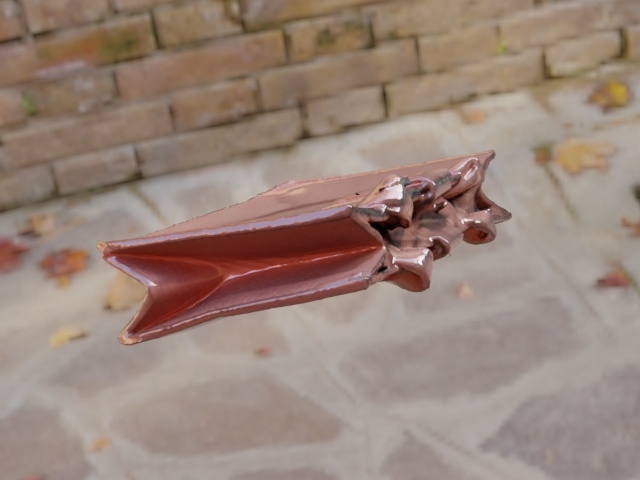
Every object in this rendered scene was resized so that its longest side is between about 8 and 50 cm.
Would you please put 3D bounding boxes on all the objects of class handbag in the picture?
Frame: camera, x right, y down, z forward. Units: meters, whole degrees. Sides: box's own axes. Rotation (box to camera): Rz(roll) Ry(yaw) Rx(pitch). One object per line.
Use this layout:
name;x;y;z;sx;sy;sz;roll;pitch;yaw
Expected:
handbag;0.000;0.000;0.889;0.157;0.059;0.212;-11;4;25
